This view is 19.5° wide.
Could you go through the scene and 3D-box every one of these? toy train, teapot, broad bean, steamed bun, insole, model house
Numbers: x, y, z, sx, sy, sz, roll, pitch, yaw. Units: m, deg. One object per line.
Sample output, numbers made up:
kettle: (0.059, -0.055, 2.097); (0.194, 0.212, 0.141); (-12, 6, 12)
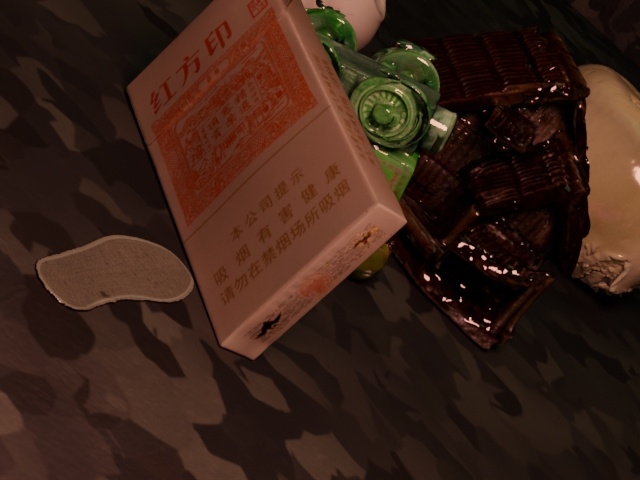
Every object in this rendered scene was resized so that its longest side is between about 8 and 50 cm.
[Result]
toy train: (0.012, -0.131, 1.947); (0.243, 0.188, 0.132); (25, 27, -1)
teapot: (0.008, -0.343, 2.442); (0.298, 0.139, 0.204); (-52, 130, -75)
broad bean: (-0.001, 0.001, 1.925); (0.052, 0.052, 0.256); (30, 7, 38)
steamed bun: (0.394, -0.078, 2.571); (0.312, 0.233, 0.334); (51, 13, 18)
insole: (-0.175, 0.027, 1.608); (0.080, 0.003, 0.232); (52, 21, 13)
model house: (0.191, -0.103, 2.151); (0.297, 0.282, 0.317); (37, 22, -24)

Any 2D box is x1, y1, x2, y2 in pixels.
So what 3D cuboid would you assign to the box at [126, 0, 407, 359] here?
box: (-0.061, -0.086, 1.751); (0.051, 0.204, 0.365); (28, 28, -41)
